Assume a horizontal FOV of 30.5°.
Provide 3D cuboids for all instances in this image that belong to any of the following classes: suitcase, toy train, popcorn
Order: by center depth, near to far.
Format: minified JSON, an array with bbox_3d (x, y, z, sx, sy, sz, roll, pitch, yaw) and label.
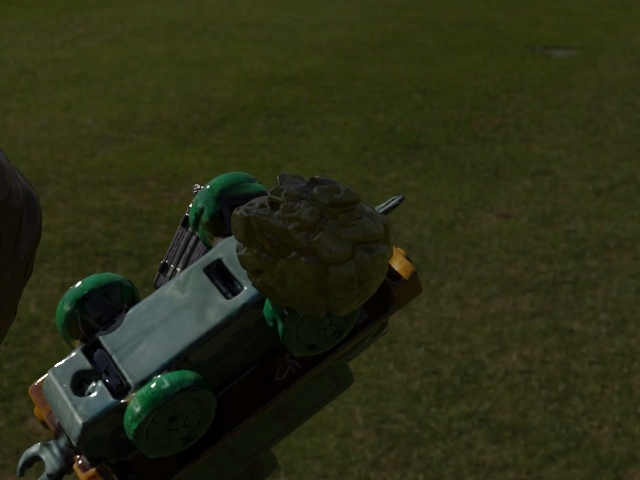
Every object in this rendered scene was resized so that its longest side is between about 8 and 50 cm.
[{"bbox_3d":[0.000,0.000,0.879,0.121,0.116,0.106,-29,-4,40],"label":"popcorn"},{"bbox_3d":[-0.080,0.112,1.099,0.429,0.249,0.178,-37,51,-8],"label":"toy train"},{"bbox_3d":[-0.117,0.015,1.243,0.059,0.126,0.086,27,3,36],"label":"suitcase"}]

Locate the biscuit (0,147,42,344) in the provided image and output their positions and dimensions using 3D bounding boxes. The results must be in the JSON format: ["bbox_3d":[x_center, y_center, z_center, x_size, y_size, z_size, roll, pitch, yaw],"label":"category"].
[{"bbox_3d":[-0.316,0.031,0.597,0.394,0.368,0.076,26,-10,37],"label":"biscuit"}]
